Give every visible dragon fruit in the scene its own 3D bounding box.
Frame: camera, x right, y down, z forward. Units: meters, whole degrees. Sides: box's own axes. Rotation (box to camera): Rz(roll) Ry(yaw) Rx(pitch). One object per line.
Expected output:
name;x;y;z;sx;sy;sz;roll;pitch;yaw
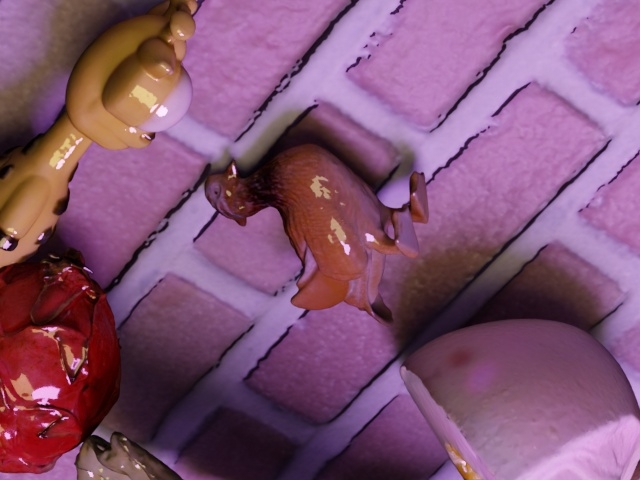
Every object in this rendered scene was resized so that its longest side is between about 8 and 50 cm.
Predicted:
dragon fruit;-0.251;0.106;1.439;0.209;0.172;0.172;-42;119;0

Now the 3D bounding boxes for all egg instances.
egg;0.185;0.146;1.464;0.162;0.206;0.271;-34;164;-5

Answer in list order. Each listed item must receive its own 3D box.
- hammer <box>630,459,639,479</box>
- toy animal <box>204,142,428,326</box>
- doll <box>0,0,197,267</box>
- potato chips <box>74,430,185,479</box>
hammer;0.238;0.256;1.602;0.440;0.168;0.044;-43;95;14
toy animal;0.000;0.000;1.435;0.179;0.089;0.188;-1;127;20
doll;-0.188;-0.079;1.348;0.086;0.117;0.291;35;114;-26
potato chips;-0.003;0.255;1.444;0.389;0.373;0.097;19;92;-42
